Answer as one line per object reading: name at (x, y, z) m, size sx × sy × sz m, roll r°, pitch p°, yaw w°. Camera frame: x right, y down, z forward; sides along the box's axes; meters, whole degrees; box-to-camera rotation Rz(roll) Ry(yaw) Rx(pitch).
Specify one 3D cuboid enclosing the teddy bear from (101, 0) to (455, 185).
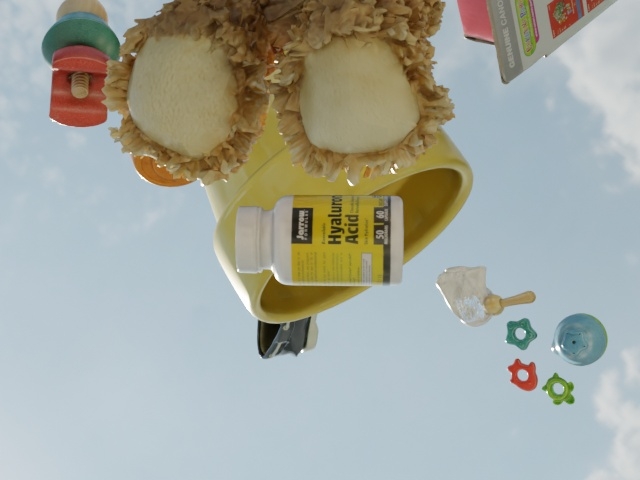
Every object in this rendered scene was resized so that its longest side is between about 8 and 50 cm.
teddy bear at (0.000, -0.171, 0.663) m, size 0.245 × 0.338 × 0.113 m, roll -17°, pitch -32°, yaw 15°

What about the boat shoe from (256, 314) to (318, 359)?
boat shoe at (-0.051, 0.064, 1.612) m, size 0.079 × 0.095 × 0.254 m, roll -19°, pitch -34°, yaw -16°

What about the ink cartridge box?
ink cartridge box at (0.212, -0.369, 1.350) m, size 0.272 × 0.130 × 0.309 m, roll -39°, pitch -50°, yaw -26°

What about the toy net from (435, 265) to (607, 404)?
toy net at (0.251, 0.115, 1.641) m, size 0.045 × 0.232 × 0.122 m, roll -6°, pitch -57°, yaw -65°

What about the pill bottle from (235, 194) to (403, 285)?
pill bottle at (0.000, 0.000, 0.889) m, size 0.116 × 0.065 × 0.065 m, roll 0°, pitch -51°, yaw 2°

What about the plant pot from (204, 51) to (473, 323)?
plant pot at (-0.017, -0.085, 1.242) m, size 0.254 × 0.239 × 0.254 m, roll -28°, pitch -21°, yaw -12°

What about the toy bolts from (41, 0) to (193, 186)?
toy bolts at (-0.208, -0.194, 1.447) m, size 0.228 × 0.158 × 0.218 m, roll 7°, pitch -44°, yaw -17°
